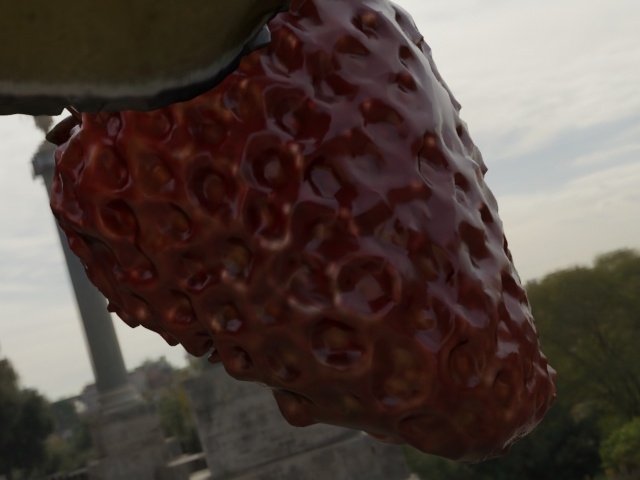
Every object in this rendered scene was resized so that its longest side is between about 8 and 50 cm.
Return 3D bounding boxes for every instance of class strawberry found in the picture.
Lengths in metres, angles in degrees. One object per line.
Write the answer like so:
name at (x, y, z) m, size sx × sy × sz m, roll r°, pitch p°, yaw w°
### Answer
strawberry at (0.000, 0.000, 0.477) m, size 0.205 × 0.244 × 0.205 m, roll -34°, pitch -23°, yaw -17°

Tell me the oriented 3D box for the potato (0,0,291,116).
potato at (-0.127, -0.190, 0.316) m, size 0.246 × 0.300 × 0.196 m, roll -45°, pitch -14°, yaw -41°
